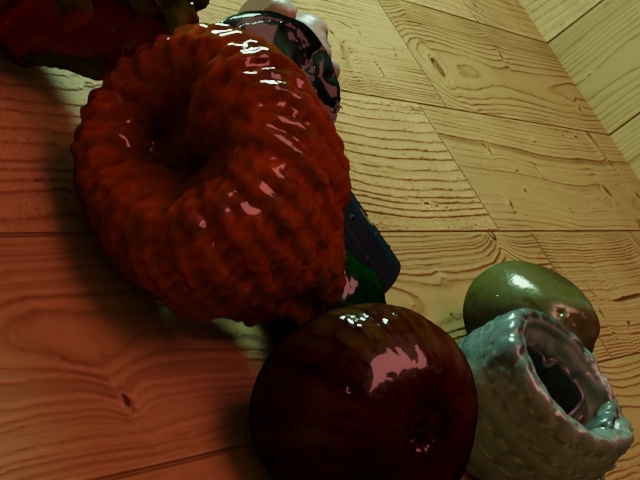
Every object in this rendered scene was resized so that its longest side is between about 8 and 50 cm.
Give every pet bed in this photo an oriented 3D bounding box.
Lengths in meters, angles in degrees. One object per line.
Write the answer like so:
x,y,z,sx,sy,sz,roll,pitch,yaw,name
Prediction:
-0.060,-0.198,2.073,0.201,0.053,0.201,14,64,-30,pet bed

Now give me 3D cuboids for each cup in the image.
0.000,0.000,1.917,0.155,0.131,0.176,51,-3,-16,cup

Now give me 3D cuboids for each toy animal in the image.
-0.023,-0.255,2.233,0.212,0.124,0.124,25,35,-43,toy animal

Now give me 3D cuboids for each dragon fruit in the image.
-0.248,-0.291,1.702,0.302,0.237,0.231,28,36,-31,dragon fruit

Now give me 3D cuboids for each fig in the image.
0.039,0.176,1.626,0.235,0.214,0.235,12,77,-62,fig

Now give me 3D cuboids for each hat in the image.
-0.043,-0.034,1.687,0.400,0.285,0.285,31,30,-48,hat

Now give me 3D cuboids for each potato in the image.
0.280,0.107,2.194,0.178,0.160,0.235,2,3,-14,potato

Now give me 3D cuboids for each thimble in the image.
0.252,0.211,2.016,0.250,0.172,0.205,41,30,-20,thimble
